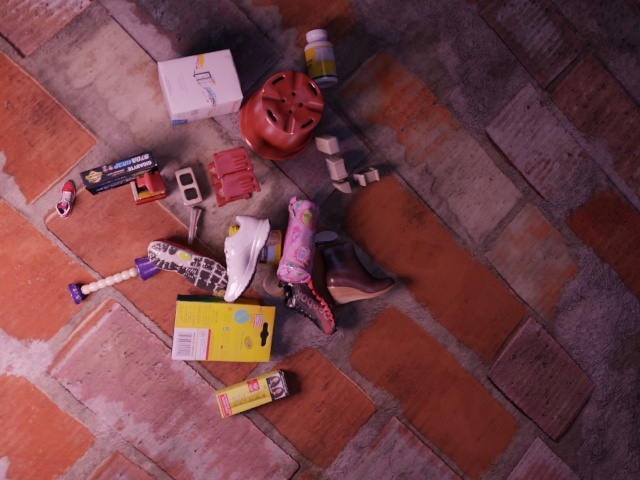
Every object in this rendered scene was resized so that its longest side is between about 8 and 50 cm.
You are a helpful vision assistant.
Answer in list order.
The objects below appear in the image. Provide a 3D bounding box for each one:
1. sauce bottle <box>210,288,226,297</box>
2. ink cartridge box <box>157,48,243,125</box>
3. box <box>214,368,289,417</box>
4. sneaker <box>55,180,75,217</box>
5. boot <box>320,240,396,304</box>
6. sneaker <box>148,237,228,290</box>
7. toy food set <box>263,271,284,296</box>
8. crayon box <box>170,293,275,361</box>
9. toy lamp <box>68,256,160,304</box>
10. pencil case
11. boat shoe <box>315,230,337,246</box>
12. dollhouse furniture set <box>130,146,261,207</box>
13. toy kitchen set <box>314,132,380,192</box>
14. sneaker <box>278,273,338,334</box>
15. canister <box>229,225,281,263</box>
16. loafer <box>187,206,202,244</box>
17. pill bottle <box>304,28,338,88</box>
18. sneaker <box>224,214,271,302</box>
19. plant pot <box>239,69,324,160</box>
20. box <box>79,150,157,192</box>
[{"bbox_3d":[-0.341,0.173,1.846,0.128,0.042,0.042,31,81,-10],"label":"sauce bottle"},{"bbox_3d":[-0.389,-0.494,1.790,0.233,0.171,0.168,-16,92,-15],"label":"ink cartridge box"},{"bbox_3d":[-0.230,0.512,1.853,0.232,0.058,0.087,-15,92,-15],"label":"box"},{"bbox_3d":[-0.797,-0.129,1.723,0.042,0.067,0.118,5,87,-15],"label":"sneaker"},{"bbox_3d":[0.135,0.103,1.947,0.249,0.090,0.206,-13,93,-11],"label":"boot"},{"bbox_3d":[-0.420,0.065,1.791,0.279,0.118,0.107,31,102,-19],"label":"sneaker"},{"bbox_3d":[-0.157,0.147,1.905,0.083,0.020,0.082,20,83,-13],"label":"toy food set"},{"bbox_3d":[-0.318,0.291,1.806,0.319,0.081,0.202,6,100,-14],"label":"crayon box"},{"bbox_3d":[-0.646,0.122,1.748,0.275,0.080,0.080,-23,94,-14],"label":"toy lamp"},{"bbox_3d":[-0.071,-0.002,1.840,0.124,0.124,0.284,14,63,-14],"label":"pencil case"},{"bbox_3d":[0.000,0.000,1.944,0.125,0.038,0.046,-15,50,-20],"label":"boat shoe"},{"bbox_3d":[-0.403,-0.167,1.759,0.374,0.201,0.152,-18,92,-15],"label":"dollhouse furniture set"},{"bbox_3d":[0.098,-0.292,1.960,0.166,0.122,0.207,-23,114,-15],"label":"toy kitchen set"},{"bbox_3d":[-0.049,0.218,1.883,0.135,0.098,0.276,-33,94,-26],"label":"sneaker"},{"bbox_3d":[-0.222,0.019,1.867,0.170,0.073,0.126,3,88,-16],"label":"canister"},{"bbox_3d":[-0.418,-0.047,1.834,0.039,0.045,0.125,6,84,-21],"label":"loafer"},{"bbox_3d":[-0.001,-0.635,1.933,0.103,0.103,0.184,-8,90,-15],"label":"pill bottle"},{"bbox_3d":[-0.257,0.055,1.777,0.129,0.111,0.297,19,78,-5],"label":"sneaker"},{"bbox_3d":[-0.116,-0.419,1.811,0.273,0.265,0.272,0,88,-15],"label":"plant pot"},{"bbox_3d":[-0.620,-0.208,1.717,0.220,0.175,0.051,-21,92,-15],"label":"box"}]
